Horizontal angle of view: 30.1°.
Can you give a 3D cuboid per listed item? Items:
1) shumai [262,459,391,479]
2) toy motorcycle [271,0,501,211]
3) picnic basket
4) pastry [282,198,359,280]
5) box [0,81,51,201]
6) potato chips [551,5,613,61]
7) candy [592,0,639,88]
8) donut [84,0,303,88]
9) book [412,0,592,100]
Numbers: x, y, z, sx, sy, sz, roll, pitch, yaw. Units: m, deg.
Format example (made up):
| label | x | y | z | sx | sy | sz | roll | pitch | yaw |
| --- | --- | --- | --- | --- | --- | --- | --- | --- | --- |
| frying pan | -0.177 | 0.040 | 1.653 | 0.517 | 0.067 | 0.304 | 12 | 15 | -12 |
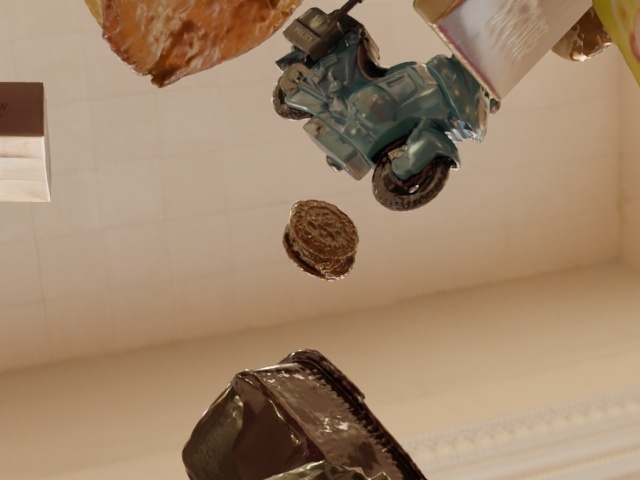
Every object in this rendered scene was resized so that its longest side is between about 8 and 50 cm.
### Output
| label | x | y | z | sx | sy | sz | roll | pitch | yaw |
| --- | --- | --- | --- | --- | --- | --- | --- | --- | --- |
| shumai | 0.014 | 0.221 | 0.567 | 0.309 | 0.304 | 0.263 | 16 | -77 | 3 |
| toy motorcycle | 0.065 | -0.148 | 1.162 | 0.182 | 0.272 | 0.123 | -45 | -41 | -3 |
| picnic basket | -0.029 | 0.266 | 1.292 | 0.222 | 0.297 | 0.129 | -53 | -34 | 15 |
| pastry | 0.000 | 0.000 | 1.484 | 0.097 | 0.109 | 0.057 | -34 | -17 | -49 |
| box | -0.373 | -0.104 | 1.302 | 0.149 | 0.233 | 0.067 | -3 | -105 | -12 |
| potato chips | 0.266 | -0.274 | 1.149 | 0.062 | 0.195 | 0.208 | 22 | -111 | -21 |
| candy | 0.306 | -0.139 | 0.650 | 0.276 | 0.088 | 0.146 | -18 | -111 | -5 |
| donut | -0.081 | -0.197 | 0.779 | 0.190 | 0.074 | 0.174 | -33 | -35 | -23 |
| book | 0.219 | -0.251 | 0.755 | 0.028 | 0.262 | 0.374 | 45 | -80 | 13 |
